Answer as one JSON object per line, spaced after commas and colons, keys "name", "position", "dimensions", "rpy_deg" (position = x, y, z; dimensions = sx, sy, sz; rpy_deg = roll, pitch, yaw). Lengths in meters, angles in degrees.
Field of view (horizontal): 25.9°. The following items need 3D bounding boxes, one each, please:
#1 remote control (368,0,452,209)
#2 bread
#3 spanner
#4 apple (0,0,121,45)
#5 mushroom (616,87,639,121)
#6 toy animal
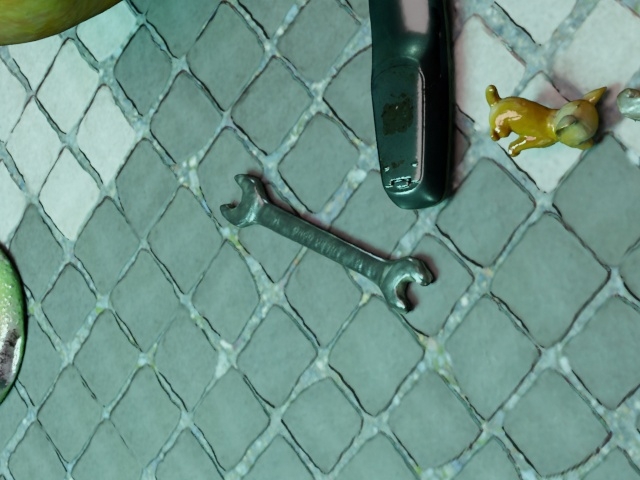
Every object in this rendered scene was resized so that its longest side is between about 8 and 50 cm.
{"name": "remote control", "position": [0.076, -0.137, 1.187], "dimensions": [0.072, 0.042, 0.221], "rpy_deg": [-7, 83, 37]}
{"name": "bread", "position": [-0.419, 0.099, 1.595], "dimensions": [0.229, 0.033, 0.228], "rpy_deg": [-1, 88, 39]}
{"name": "spanner", "position": [0.000, 0.000, 1.261], "dimensions": [0.255, 0.015, 0.054], "rpy_deg": [27, 104, 38]}
{"name": "apple", "position": [-0.301, -0.371, 1.306], "dimensions": [0.346, 0.391, 0.391], "rpy_deg": [38, 111, 27]}
{"name": "mushroom", "position": [0.268, -0.111, 1.040], "dimensions": [0.101, 0.019, 0.049], "rpy_deg": [-15, 77, 38]}
{"name": "toy animal", "position": [0.178, -0.100, 1.089], "dimensions": [0.083, 0.060, 0.081], "rpy_deg": [-18, 111, 42]}
